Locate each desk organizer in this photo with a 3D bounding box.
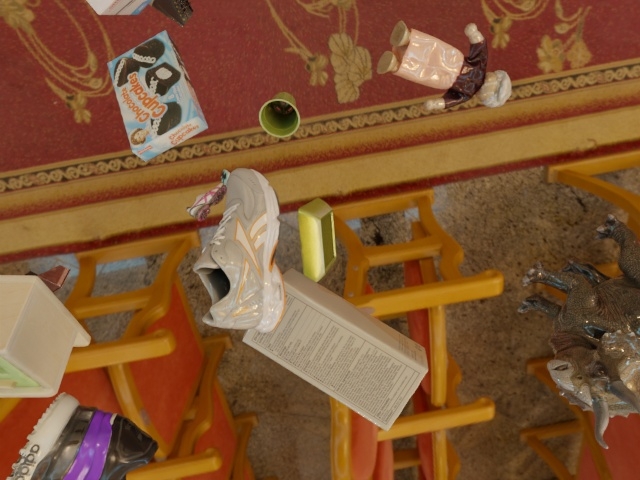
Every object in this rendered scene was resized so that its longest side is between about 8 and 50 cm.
[{"bbox_3d":[-0.578,0.085,0.956,0.130,0.047,0.050,-24,133,33],"label":"desk organizer"}]

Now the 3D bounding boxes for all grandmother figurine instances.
[{"bbox_3d":[0.319,-0.408,1.104,0.343,0.104,0.207,15,129,-22],"label":"grandmother figurine"}]

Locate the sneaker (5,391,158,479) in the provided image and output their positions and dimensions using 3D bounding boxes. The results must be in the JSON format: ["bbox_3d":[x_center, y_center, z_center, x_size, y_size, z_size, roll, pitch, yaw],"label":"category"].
[{"bbox_3d":[-0.244,0.310,0.436,0.146,0.102,0.293,22,79,-12],"label":"sneaker"}]

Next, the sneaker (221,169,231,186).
[{"bbox_3d":[-0.248,-0.171,1.360,0.069,0.098,0.038,3,132,-43],"label":"sneaker"}]

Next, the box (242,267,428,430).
[{"bbox_3d":[0.029,0.195,0.871,0.311,0.121,0.148,32,101,5],"label":"box"}]

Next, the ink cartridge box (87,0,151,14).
[{"bbox_3d":[-0.332,-0.433,0.769,0.104,0.180,0.060,-33,109,20],"label":"ink cartridge box"}]

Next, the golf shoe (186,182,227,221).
[{"bbox_3d":[-0.440,-0.164,1.798,0.086,0.186,0.067,32,155,15],"label":"golf shoe"}]

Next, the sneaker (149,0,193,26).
[{"bbox_3d":[-0.398,-0.691,1.294,0.118,0.222,0.083,34,75,-26],"label":"sneaker"}]

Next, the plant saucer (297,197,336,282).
[{"bbox_3d":[0.000,0.000,1.112,0.045,0.188,0.188,-2,103,15],"label":"plant saucer"}]

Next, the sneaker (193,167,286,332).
[{"bbox_3d":[-0.128,0.005,0.685,0.121,0.262,0.099,5,156,-34],"label":"sneaker"}]

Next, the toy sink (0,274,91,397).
[{"bbox_3d":[-0.495,0.168,0.732,0.153,0.131,0.234,2,144,-3],"label":"toy sink"}]

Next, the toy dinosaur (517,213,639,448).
[{"bbox_3d":[0.313,0.067,0.468,0.314,0.160,0.121,-27,140,-18],"label":"toy dinosaur"}]

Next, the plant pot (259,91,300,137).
[{"bbox_3d":[-0.080,-0.271,0.966,0.083,0.079,0.083,2,129,3],"label":"plant pot"}]

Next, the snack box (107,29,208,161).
[{"bbox_3d":[-0.428,-0.378,1.199,0.187,0.321,0.060,-27,156,5],"label":"snack box"}]
